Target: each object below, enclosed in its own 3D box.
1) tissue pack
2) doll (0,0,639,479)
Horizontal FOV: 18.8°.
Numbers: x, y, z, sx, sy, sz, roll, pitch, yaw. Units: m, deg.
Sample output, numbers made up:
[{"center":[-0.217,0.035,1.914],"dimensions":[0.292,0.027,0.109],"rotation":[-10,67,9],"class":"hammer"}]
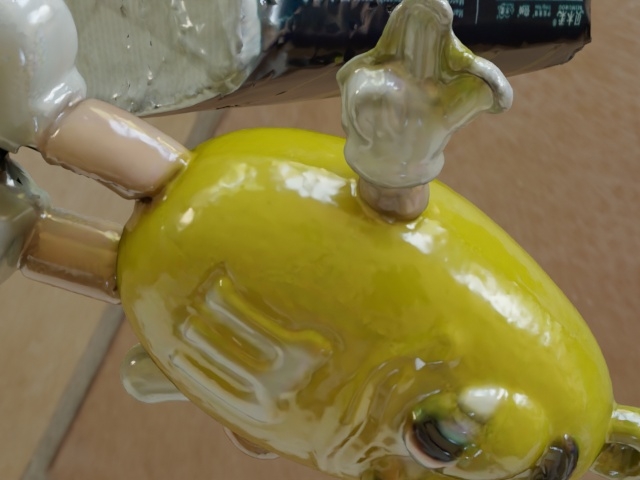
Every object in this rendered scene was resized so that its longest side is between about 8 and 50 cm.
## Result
[{"center":[-0.013,-0.227,1.321],"dimensions":[0.253,0.416,0.264],"rotation":[-4,94,39],"class":"tissue pack"},{"center":[-0.033,0.001,1.046],"dimensions":[0.423,0.161,0.348],"rotation":[5,135,22],"class":"doll"}]
